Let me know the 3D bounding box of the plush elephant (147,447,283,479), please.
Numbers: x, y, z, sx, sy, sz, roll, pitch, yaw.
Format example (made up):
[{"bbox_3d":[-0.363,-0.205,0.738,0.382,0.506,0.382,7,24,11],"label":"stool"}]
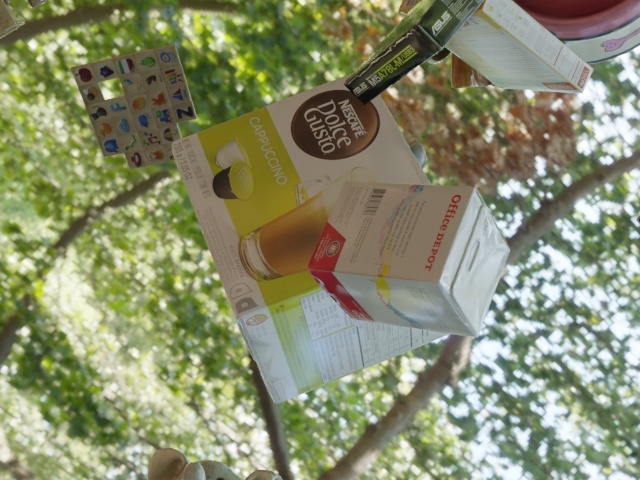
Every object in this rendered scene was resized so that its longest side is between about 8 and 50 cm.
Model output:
[{"bbox_3d":[-0.188,0.453,1.443,0.330,0.271,0.255,74,19,-71],"label":"plush elephant"}]

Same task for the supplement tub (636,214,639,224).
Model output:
[{"bbox_3d":[0.575,0.026,1.427,0.106,0.198,0.106,-32,165,-10],"label":"supplement tub"}]

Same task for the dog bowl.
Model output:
[{"bbox_3d":[0.440,-0.517,1.586,0.408,0.408,0.150,-40,167,16],"label":"dog bowl"}]

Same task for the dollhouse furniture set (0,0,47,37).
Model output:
[{"bbox_3d":[-0.365,-0.463,1.161,0.355,0.303,0.174,-27,-169,8],"label":"dollhouse furniture set"}]

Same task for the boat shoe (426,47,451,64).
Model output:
[{"bbox_3d":[0.270,-0.410,1.846,0.153,0.056,0.048,-48,-179,-7],"label":"boat shoe"}]

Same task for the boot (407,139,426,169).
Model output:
[{"bbox_3d":[0.144,-0.109,2.055,0.208,0.076,0.190,-46,164,-26],"label":"boot"}]

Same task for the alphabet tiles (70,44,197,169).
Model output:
[{"bbox_3d":[-0.341,-0.246,1.765,0.198,0.237,0.009,-12,-143,1],"label":"alphabet tiles"}]

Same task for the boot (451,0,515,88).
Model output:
[{"bbox_3d":[0.315,-0.393,1.489,0.264,0.281,0.096,-15,-168,-29],"label":"boot"}]

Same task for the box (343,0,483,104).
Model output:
[{"bbox_3d":[0.129,-0.254,1.056,0.191,0.045,0.184,-50,-172,-23],"label":"box"}]

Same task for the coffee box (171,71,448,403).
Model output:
[{"bbox_3d":[0.000,0.000,1.475,0.334,0.338,0.338,-21,-121,-5],"label":"coffee box"}]

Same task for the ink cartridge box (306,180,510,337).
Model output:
[{"bbox_3d":[0.104,0.020,1.063,0.176,0.127,0.128,6,-120,37],"label":"ink cartridge box"}]

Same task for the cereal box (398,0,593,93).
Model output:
[{"bbox_3d":[0.249,-0.284,1.313,0.173,0.240,0.047,18,-96,53],"label":"cereal box"}]
